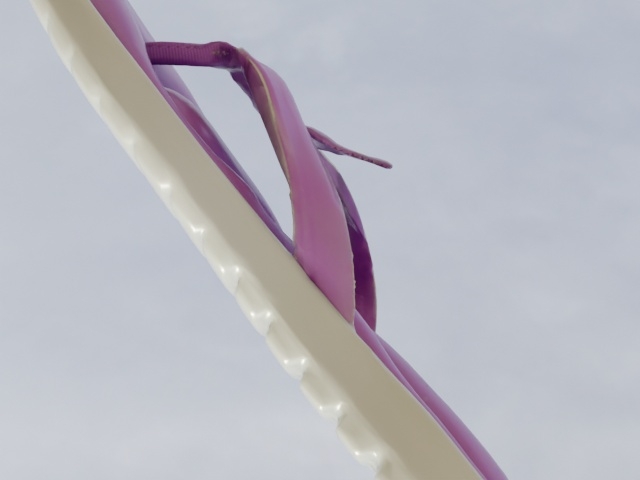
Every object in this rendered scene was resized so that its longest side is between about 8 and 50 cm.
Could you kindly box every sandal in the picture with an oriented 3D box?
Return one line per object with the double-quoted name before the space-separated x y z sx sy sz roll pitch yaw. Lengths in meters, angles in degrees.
"sandal" -0.001 0.000 0.516 0.102 0.169 0.416 -36 -91 -4
